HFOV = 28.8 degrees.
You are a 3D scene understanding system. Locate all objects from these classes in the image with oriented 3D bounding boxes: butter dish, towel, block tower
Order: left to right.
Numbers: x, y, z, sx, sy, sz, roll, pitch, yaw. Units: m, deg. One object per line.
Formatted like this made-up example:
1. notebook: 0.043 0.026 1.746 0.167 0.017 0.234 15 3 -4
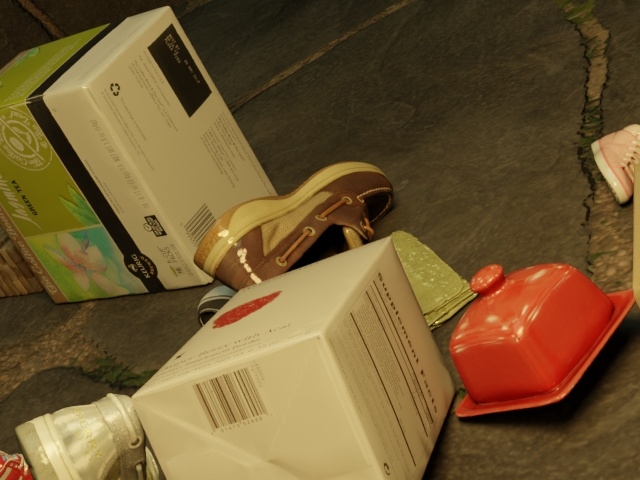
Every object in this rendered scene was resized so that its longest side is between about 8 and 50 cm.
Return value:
1. block tower: -0.553 0.038 2.025 0.335 0.097 0.091 -11 30 36
2. towel: 0.093 0.051 1.380 0.110 0.027 0.148 -32 44 -17
3. butter dish: 0.183 0.073 1.149 0.160 0.118 0.160 -46 13 -32

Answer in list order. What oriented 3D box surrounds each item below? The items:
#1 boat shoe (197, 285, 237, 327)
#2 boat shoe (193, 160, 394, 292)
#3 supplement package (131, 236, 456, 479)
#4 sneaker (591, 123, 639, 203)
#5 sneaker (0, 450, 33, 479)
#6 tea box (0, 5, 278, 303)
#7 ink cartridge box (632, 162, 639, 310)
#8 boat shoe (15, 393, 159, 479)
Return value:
1. boat shoe: -0.080 0.113 1.431 0.228 0.080 0.076 14 46 45
2. boat shoe: 0.000 0.000 1.481 0.342 0.123 0.123 -20 -33 -54
3. supplement package: -0.009 0.135 1.103 0.177 0.175 0.293 -20 9 18
4. sneaker: 0.347 -0.092 1.395 0.070 0.051 0.134 -27 21 17
5. sneaker: -0.330 0.252 1.426 0.118 0.067 0.042 -42 29 -26
6. tea box: -0.299 -0.110 1.765 0.323 0.329 0.220 -9 32 38
7. ink cartridge box: 0.394 -0.010 1.154 0.193 0.088 0.235 -18 26 23
8. boat shoe: -0.186 0.218 1.127 0.103 0.320 0.118 -27 65 -9
